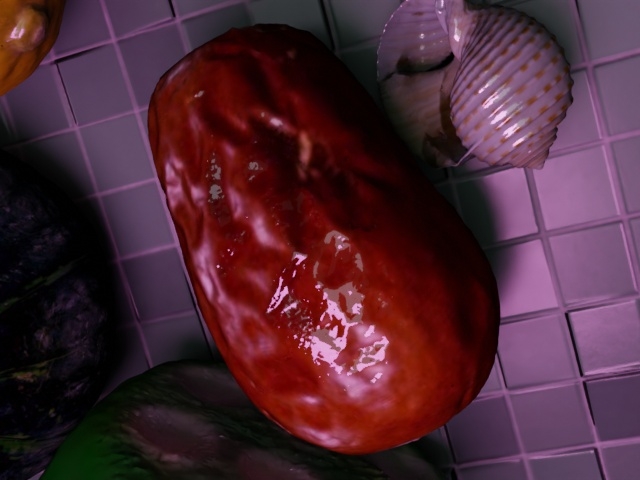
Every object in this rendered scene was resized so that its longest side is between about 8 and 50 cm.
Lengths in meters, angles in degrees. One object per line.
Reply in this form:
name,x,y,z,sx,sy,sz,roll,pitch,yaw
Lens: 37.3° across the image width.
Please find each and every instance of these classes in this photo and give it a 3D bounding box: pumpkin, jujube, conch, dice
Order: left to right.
pumpkin,-0.326,0.072,0.788,0.315,0.238,0.315,2,106,9
dice,-0.069,0.282,0.748,0.297,0.287,0.300,20,108,9
jujube,0.000,0.000,0.697,0.223,0.223,0.318,-29,88,18
conch,0.116,-0.115,0.705,0.135,0.102,0.153,-37,59,27

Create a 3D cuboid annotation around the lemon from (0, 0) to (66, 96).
lemon,-0.334,-0.228,0.715,0.320,0.245,0.245,32,109,11
